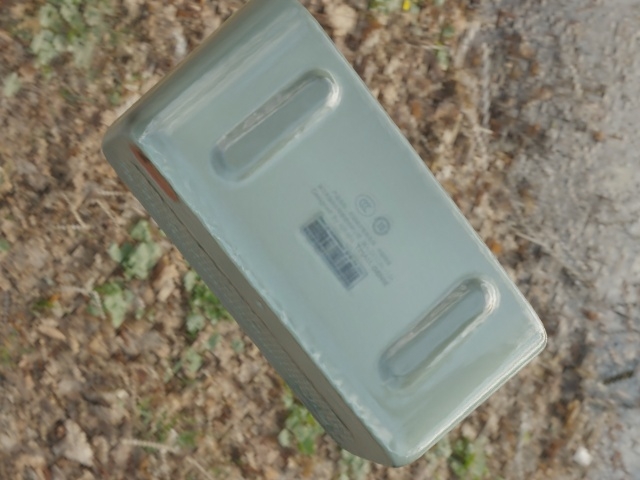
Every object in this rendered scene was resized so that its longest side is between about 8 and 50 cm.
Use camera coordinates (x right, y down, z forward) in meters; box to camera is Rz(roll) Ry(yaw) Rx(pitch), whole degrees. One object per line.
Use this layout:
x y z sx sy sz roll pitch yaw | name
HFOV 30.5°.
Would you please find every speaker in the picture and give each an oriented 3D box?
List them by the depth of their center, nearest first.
0.000 0.000 1.042 0.184 0.183 0.406 -41 101 -17 | speaker
